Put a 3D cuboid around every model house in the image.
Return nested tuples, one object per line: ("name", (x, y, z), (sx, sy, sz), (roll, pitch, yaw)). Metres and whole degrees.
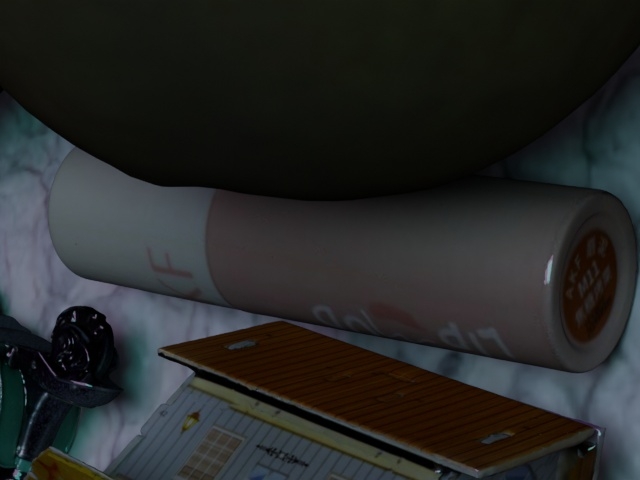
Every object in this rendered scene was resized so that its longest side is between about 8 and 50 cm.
("model house", (-0.001, 0.107, 0.638), (0.219, 0.207, 0.136), (17, 55, 40))

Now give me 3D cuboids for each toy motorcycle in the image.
("toy motorcycle", (-0.161, 0.070, 0.791), (0.173, 0.058, 0.100), (11, 91, 38))

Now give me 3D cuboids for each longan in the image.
("longan", (0.000, -0.167, 0.599), (0.319, 0.319, 0.319), (-10, 71, 33))

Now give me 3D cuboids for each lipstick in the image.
("lipstick", (0.000, 0.000, 0.687), (0.254, 0.070, 0.070), (9, 82, 36))

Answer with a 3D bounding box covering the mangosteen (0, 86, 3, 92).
("mangosteen", (-0.193, -0.170, 0.810), (0.261, 0.235, 0.235), (-14, 62, -14))
